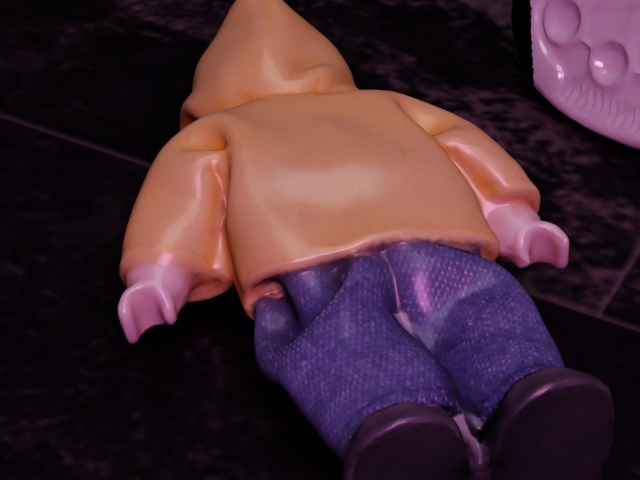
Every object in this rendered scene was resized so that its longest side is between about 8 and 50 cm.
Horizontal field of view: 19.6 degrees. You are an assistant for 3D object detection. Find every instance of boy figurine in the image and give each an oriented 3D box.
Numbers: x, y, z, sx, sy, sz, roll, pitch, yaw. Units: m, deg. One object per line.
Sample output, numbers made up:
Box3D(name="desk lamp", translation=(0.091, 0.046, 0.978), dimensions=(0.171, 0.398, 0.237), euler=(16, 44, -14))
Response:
Box3D(name="boy figurine", translation=(0.000, 0.000, 0.728), dimensions=(0.177, 0.092, 0.285), euler=(-13, 41, -17))

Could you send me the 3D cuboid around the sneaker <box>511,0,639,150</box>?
Box3D(name="sneaker", translation=(0.281, -0.099, 0.862), dimensions=(0.322, 0.130, 0.236), euler=(1, 4, 37))
